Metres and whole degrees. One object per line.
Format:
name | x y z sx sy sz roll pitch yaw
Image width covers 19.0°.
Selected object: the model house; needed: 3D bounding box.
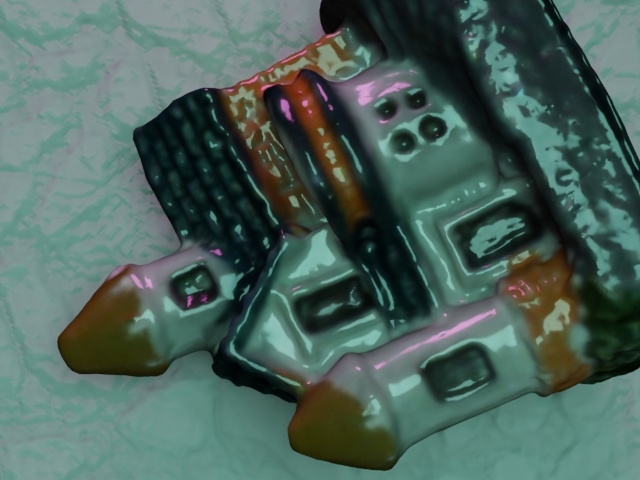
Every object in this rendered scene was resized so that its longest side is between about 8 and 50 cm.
model house | 0.000 0.000 1.014 0.301 0.190 0.271 -25 87 -7
